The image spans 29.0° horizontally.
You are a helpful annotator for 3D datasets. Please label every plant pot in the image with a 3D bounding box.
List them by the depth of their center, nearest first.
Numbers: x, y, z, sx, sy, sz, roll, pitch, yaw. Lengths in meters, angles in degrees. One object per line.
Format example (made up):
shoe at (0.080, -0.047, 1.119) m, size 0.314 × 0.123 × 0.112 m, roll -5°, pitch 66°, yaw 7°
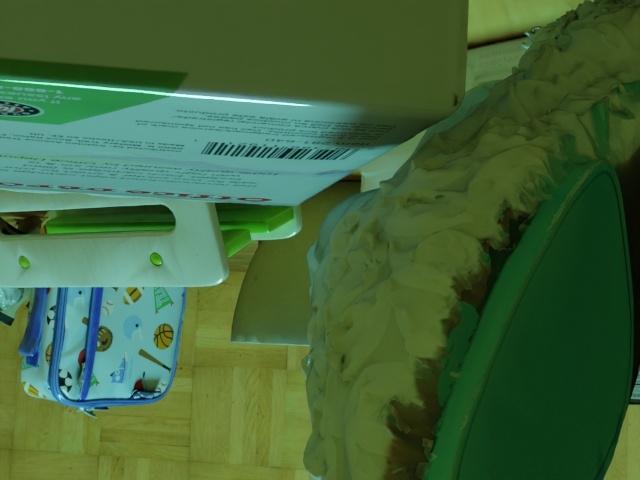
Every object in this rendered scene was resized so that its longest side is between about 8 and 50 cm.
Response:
plant pot at (0.040, 0.033, 1.456) m, size 0.284 × 0.190 × 0.284 m, roll 2°, pitch 174°, yaw 0°

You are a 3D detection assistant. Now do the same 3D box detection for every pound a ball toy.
pound a ball toy at (-0.169, -0.056, 1.093) m, size 0.319 × 0.135 × 0.208 m, roll -1°, pitch -161°, yaw 32°

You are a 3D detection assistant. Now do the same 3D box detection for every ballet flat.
ballet flat at (0.077, 0.001, 0.494) m, size 0.147 × 0.146 × 0.409 m, roll -1°, pitch -154°, yaw 32°

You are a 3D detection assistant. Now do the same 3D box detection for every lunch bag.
lunch bag at (-0.312, 0.101, 1.782) m, size 0.115 × 0.303 × 0.243 m, roll 5°, pitch 177°, yaw 41°

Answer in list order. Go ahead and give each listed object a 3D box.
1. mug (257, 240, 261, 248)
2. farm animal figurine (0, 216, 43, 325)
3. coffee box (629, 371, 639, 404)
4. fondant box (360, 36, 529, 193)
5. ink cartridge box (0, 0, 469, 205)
mug at (0.003, 0.009, 1.643) m, size 0.169 × 0.113 × 0.150 m, roll -7°, pitch -174°, yaw 41°
farm animal figurine at (-0.450, 0.041, 1.925) m, size 0.327 × 0.172 × 0.330 m, roll 31°, pitch 180°, yaw -39°
coffee box at (0.387, 0.094, 1.662) m, size 0.098 × 0.246 × 0.141 m, roll 2°, pitch 175°, yaw 8°
fondant box at (0.227, -0.061, 0.850) m, size 0.330 × 0.096 × 0.238 m, roll 6°, pitch 174°, yaw -40°
ink cartridge box at (-0.076, -0.090, 0.528) m, size 0.202 × 0.117 × 0.278 m, roll 3°, pitch 174°, yaw -12°
